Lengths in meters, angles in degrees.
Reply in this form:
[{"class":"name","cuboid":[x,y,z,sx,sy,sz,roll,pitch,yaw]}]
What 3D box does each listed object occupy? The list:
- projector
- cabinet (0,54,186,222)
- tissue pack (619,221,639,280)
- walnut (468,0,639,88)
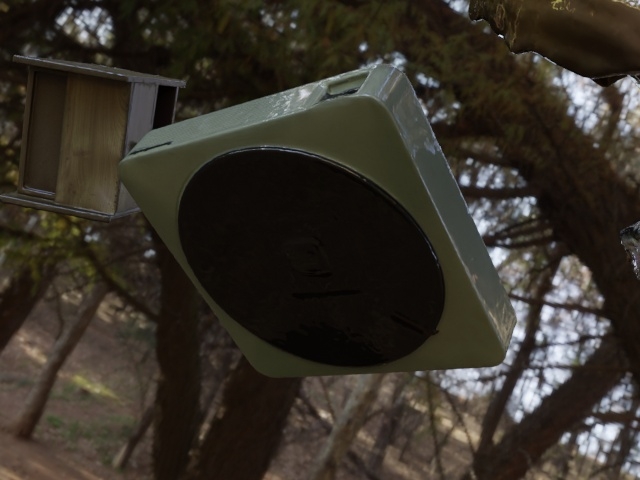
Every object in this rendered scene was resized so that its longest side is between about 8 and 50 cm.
[{"class":"projector","cuboid":[0.000,0.000,0.669,0.257,0.079,0.259,-9,-56,34]},{"class":"cabinet","cuboid":[-0.275,-0.130,1.030,0.148,0.175,0.215,11,10,7]},{"class":"tissue pack","cuboid":[0.571,-0.029,1.020,0.245,0.332,0.123,92,-25,-88]},{"class":"walnut","cuboid":[0.194,-0.109,0.377,0.238,0.141,0.204,21,18,-15]}]
